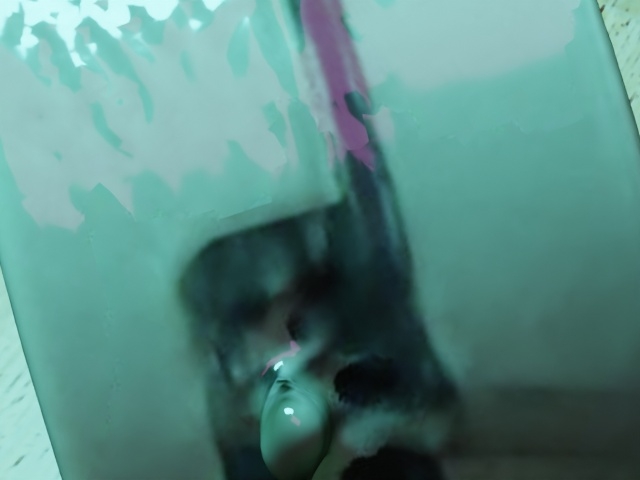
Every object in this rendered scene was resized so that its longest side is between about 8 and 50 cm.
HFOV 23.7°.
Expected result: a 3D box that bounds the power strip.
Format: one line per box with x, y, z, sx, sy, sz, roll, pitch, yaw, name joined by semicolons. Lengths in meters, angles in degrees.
0.000;0.000;0.505;0.161;0.357;0.357;-15;56;-2;power strip
